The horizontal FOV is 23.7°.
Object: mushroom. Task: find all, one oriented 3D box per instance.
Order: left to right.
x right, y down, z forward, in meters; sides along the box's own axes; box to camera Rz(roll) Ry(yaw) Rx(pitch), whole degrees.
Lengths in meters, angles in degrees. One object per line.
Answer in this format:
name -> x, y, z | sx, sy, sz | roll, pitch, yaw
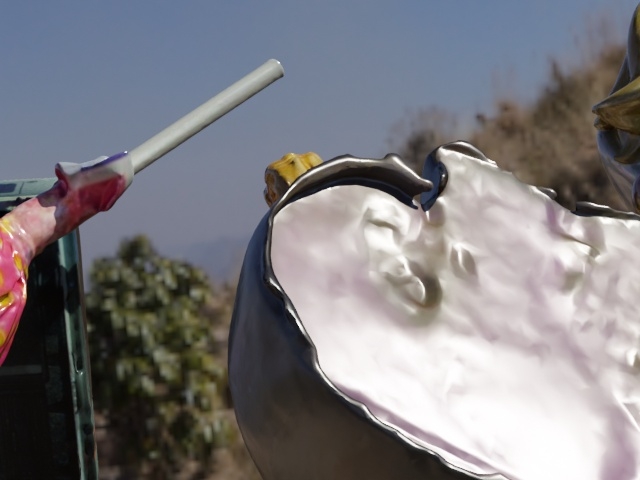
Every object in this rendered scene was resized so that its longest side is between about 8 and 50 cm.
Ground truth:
mushroom -> 0.053, 0.057, 0.476 | 0.188, 0.117, 0.141 | 25, 29, -9

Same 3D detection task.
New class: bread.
bread -> 0.000, 0.000, 0.896 | 0.044, 0.110, 0.083 | -21, -13, -6

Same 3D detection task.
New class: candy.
candy -> -0.159, -0.025, 1.019 | 0.365, 0.124, 0.124 | -36, 15, -27

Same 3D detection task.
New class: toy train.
toy train -> -0.208, 0.157, 1.139 | 0.086, 0.409, 0.089 | -4, 15, -5

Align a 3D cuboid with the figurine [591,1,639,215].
figurine -> 0.258, -0.018, 0.764 | 0.274, 0.133, 0.194 | 32, 52, 18
